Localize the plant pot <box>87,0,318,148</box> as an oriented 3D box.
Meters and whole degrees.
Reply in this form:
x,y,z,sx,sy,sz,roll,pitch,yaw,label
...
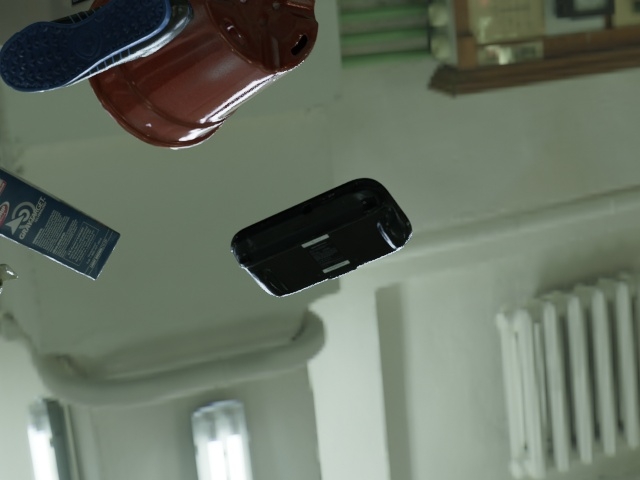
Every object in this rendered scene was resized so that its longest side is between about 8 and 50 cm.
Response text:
x,y,z,sx,sy,sz,roll,pitch,yaw,label
-0.159,-0.298,1.628,0.272,0.272,0.265,-18,180,-43,plant pot

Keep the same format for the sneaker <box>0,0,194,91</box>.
x,y,z,sx,sy,sz,roll,pitch,yaw,label
-0.251,-0.224,1.280,0.232,0.081,0.090,-16,180,21,sneaker

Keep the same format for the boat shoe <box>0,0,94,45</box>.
x,y,z,sx,sy,sz,roll,pitch,yaw,label
-0.456,-0.421,1.837,0.340,0.127,0.158,-25,-131,-39,boat shoe

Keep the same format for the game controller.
x,y,z,sx,sy,sz,roll,pitch,yaw,label
0.000,0.000,2.001,0.319,0.166,0.067,-23,-137,25,game controller

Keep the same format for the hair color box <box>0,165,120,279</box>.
x,y,z,sx,sy,sz,roll,pitch,yaw,label
-0.541,-0.056,2.032,0.174,0.105,0.347,25,175,36,hair color box

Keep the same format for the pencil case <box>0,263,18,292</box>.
x,y,z,sx,sy,sz,roll,pitch,yaw,label
-0.585,0.181,1.567,0.183,0.160,0.410,0,-127,23,pencil case
